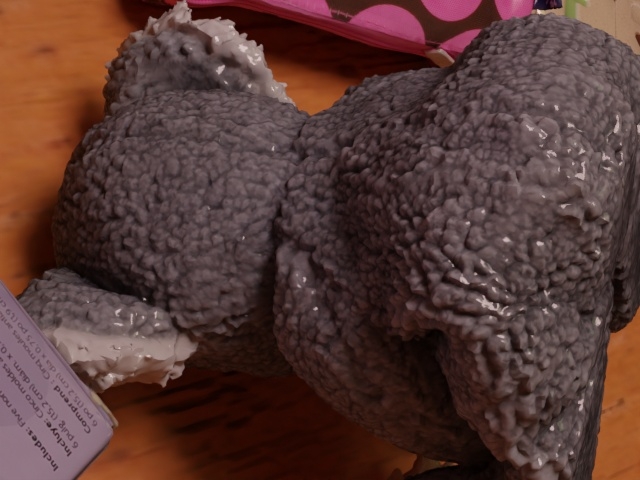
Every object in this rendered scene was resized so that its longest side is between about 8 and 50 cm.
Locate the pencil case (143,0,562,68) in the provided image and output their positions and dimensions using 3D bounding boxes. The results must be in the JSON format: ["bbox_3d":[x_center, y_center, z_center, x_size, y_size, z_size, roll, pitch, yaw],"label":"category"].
[{"bbox_3d":[0.003,-0.127,0.777,0.209,0.095,0.098,10,73,-35],"label":"pencil case"}]

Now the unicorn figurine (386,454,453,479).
[{"bbox_3d":[0.058,0.165,0.663,0.162,0.060,0.111,48,40,18],"label":"unicorn figurine"}]

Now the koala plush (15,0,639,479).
[{"bbox_3d":[0.000,0.000,0.624,0.221,0.203,0.196,12,59,15],"label":"koala plush"}]

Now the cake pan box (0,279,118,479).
[{"bbox_3d":[-0.208,0.025,0.466,0.267,0.070,0.246,53,33,-10],"label":"cake pan box"}]

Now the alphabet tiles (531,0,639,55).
[{"bbox_3d":[0.182,-0.129,0.986,0.284,0.021,0.278,27,48,-27],"label":"alphabet tiles"}]
